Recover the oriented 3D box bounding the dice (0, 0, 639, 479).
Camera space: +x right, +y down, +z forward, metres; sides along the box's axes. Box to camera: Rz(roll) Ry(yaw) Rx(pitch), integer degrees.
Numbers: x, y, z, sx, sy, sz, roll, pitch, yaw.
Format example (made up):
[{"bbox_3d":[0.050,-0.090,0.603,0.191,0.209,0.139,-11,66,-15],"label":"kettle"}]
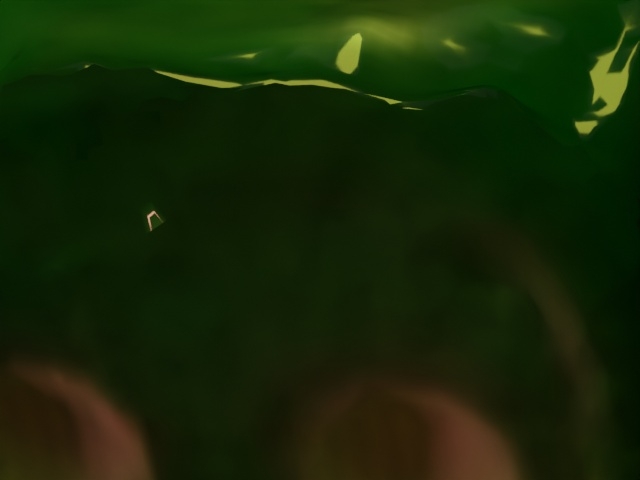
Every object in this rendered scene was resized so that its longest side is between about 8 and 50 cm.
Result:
[{"bbox_3d":[0.000,0.000,0.671,0.300,0.287,0.297,2,27,13],"label":"dice"}]
